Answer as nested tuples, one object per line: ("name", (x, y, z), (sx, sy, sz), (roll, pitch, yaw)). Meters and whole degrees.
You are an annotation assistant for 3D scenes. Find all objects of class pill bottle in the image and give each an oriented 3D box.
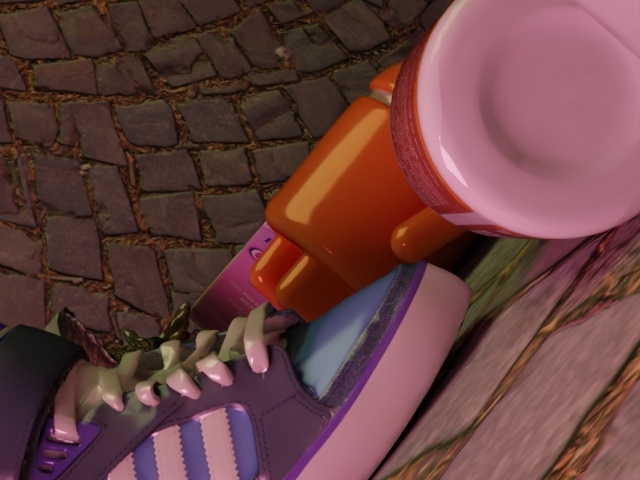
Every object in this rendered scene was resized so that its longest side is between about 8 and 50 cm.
("pill bottle", (0.096, -0.061, 0.788), (0.121, 0.121, 0.216), (-50, 3, -1))

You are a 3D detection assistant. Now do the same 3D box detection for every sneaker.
("sneaker", (-0.105, 0.081, 0.865), (0.323, 0.236, 0.130), (-49, 2, 13))

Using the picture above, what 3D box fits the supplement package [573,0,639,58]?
("supplement package", (0.144, -0.081, 0.397), (0.105, 0.105, 0.179), (-50, 3, -4))

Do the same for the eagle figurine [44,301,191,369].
("eagle figurine", (-0.192, 0.163, 1.616), (0.225, 0.226, 0.298), (-38, 3, 22))

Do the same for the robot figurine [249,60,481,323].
("robot figurine", (0.052, -0.030, 1.112), (0.219, 0.128, 0.158), (-51, -8, -5))

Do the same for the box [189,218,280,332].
("box", (0.000, 0.000, 1.712), (0.213, 0.117, 0.243), (-51, 2, -34))
